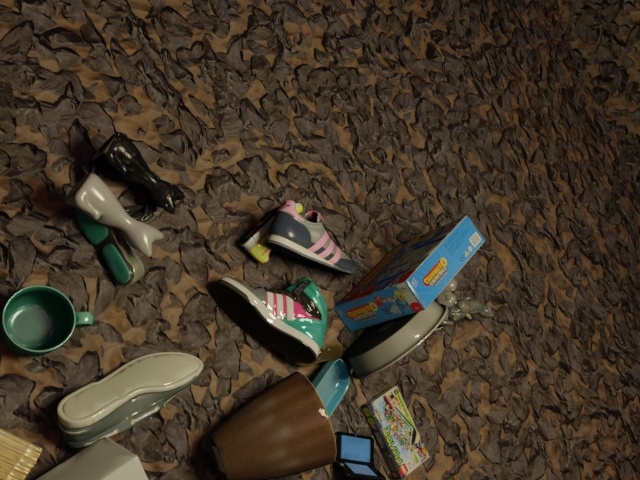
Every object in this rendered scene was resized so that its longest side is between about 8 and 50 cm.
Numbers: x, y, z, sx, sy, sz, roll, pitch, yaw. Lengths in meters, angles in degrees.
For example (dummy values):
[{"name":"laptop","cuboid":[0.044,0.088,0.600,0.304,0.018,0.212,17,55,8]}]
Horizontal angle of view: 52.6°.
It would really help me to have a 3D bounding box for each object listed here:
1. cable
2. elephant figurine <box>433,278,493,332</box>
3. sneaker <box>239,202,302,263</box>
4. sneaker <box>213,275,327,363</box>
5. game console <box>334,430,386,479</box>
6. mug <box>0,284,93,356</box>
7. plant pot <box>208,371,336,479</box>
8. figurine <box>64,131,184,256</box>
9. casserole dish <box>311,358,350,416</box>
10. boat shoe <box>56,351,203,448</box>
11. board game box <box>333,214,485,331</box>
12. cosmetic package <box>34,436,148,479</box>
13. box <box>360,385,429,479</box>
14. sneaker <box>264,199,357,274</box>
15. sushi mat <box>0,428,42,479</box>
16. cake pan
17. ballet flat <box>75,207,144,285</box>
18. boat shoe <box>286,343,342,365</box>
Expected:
[{"name":"cable","cuboid":[-0.454,-0.115,1.454,0.185,0.047,0.150,27,65,-28]},{"name":"elephant figurine","cuboid":[0.348,0.190,1.838,0.169,0.186,0.239,-53,142,-2]},{"name":"sneaker","cuboid":[-0.111,-0.020,1.639,0.208,0.081,0.094,-43,108,-31]},{"name":"sneaker","cuboid":[-0.099,0.143,1.557,0.295,0.124,0.178,38,47,-7]},{"name":"game console","cuboid":[0.098,0.530,1.587,0.122,0.107,0.071,18,93,-28]},{"name":"mug","cuboid":[-0.541,0.166,1.254,0.158,0.097,0.129,36,56,-20]},{"name":"plant pot","cuboid":[-0.117,0.429,1.408,0.230,0.215,0.215,-18,84,-23]},{"name":"figurine","cuboid":[-0.404,-0.091,1.381,0.209,0.092,0.214,41,44,-26]},{"name":"casserole dish","cuboid":[0.009,0.370,1.577,0.188,0.037,0.114,-51,134,-35]},{"name":"boat shoe","cuboid":[-0.383,0.324,1.330,0.319,0.116,0.099,-20,128,-44]},{"name":"board game box","cuboid":[0.228,0.089,1.686,0.308,0.302,0.086,-41,98,-38]},{"name":"cosmetic package","cuboid":[-0.469,0.541,1.105,0.385,0.156,0.217,-27,109,-40]},{"name":"box","cuboid":[0.195,0.498,1.685,0.114,0.036,0.207,-24,88,-38]},{"name":"sneaker","cuboid":[0.000,0.000,1.628,0.319,0.112,0.131,27,74,-49]},{"name":"sushi mat","cuboid":[-0.670,0.372,1.140,0.317,0.019,0.151,35,58,-19]},{"name":"cake pan","cuboid":[0.182,0.232,1.610,0.293,0.293,0.054,-39,93,-37]},{"name":"ballet flat","cuboid":[-0.455,-0.001,1.404,0.213,0.072,0.068,60,25,-3]},{"name":"boat shoe","cuboid":[-0.021,0.280,1.614,0.153,0.048,0.056,-3,87,-29]}]
